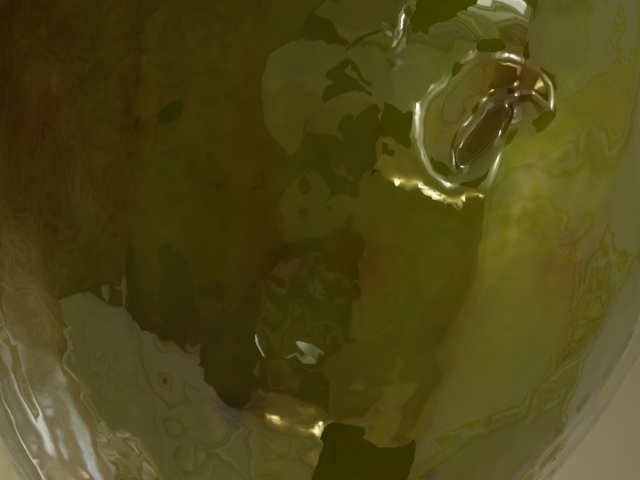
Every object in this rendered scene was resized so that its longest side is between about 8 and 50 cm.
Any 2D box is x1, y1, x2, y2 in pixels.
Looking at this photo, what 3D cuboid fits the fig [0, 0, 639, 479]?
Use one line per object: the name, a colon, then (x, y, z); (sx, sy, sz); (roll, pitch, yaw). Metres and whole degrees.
fig: (0.000, 0.000, 0.613); (0.239, 0.239, 0.271); (173, -80, -70)
